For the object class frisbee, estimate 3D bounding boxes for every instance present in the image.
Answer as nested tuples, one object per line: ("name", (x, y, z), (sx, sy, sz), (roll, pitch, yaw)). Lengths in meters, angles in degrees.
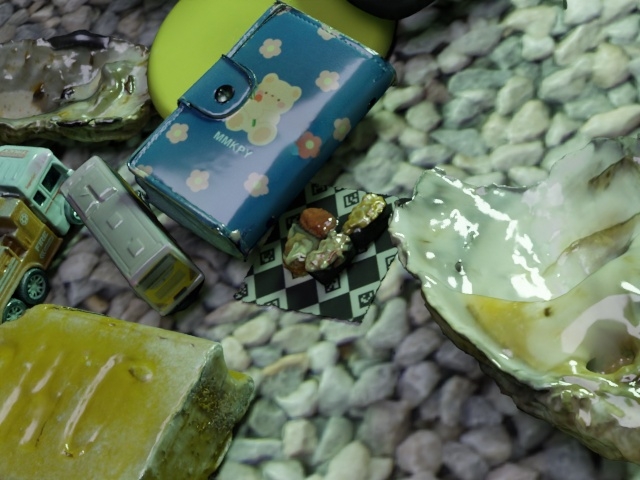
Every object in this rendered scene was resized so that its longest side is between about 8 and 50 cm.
("frisbee", (-0.046, -0.178, 1.323), (0.236, 0.017, 0.236), (-10, 53, 13))

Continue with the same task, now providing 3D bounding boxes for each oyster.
("oyster", (0.166, 0.028, 0.999), (0.275, 0.100, 0.271), (0, 50, 37))
("oyster", (-0.290, -0.148, 1.426), (0.345, 0.079, 0.129), (8, 58, 26))

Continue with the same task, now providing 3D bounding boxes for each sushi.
("sushi", (0.000, 0.000, 1.167), (0.126, 0.026, 0.120), (9, 60, 36))

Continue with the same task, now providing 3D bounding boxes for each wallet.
("wallet", (-0.052, -0.093, 1.217), (0.141, 0.059, 0.202), (33, 76, 30))

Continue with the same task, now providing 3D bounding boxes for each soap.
("soap", (-0.193, 0.136, 1.132), (0.257, 0.080, 0.160), (9, 59, 35))

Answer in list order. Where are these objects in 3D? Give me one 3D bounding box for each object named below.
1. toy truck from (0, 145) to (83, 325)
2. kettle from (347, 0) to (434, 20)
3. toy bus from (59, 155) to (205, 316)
("toy truck", (-0.280, -0.008, 1.275), (0.080, 0.115, 0.178), (5, 56, 33))
("kettle", (0.071, -0.305, 1.296), (0.202, 0.144, 0.232), (-37, 48, 2))
("toy bus", (-0.157, -0.006, 1.234), (0.057, 0.072, 0.172), (-43, 44, -1))
